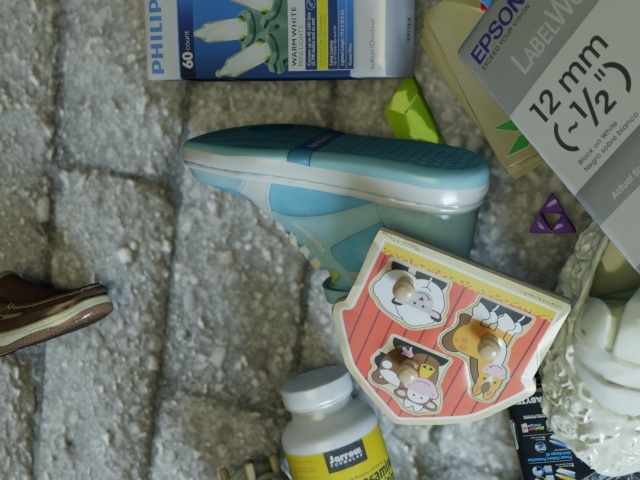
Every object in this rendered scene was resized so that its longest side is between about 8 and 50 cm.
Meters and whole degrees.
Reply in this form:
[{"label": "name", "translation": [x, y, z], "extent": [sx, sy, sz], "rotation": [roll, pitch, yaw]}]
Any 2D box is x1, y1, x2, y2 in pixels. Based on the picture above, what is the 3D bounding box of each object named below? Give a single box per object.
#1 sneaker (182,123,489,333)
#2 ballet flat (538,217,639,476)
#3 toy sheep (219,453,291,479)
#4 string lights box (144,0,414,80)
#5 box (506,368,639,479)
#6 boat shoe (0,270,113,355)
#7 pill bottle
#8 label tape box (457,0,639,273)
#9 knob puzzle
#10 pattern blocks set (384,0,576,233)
[{"label": "sneaker", "translation": [0.000, 0.000, 0.773], "extent": [0.319, 0.127, 0.208], "rotation": [13, 116, 28]}, {"label": "ballet flat", "translation": [0.271, 0.013, 0.632], "extent": [0.147, 0.147, 0.408], "rotation": [17, 101, 15]}, {"label": "toy sheep", "translation": [-0.067, 0.286, 0.863], "extent": [0.091, 0.091, 0.132], "rotation": [59, 144, 1]}, {"label": "string lights box", "translation": [-0.043, -0.221, 0.751], "extent": [0.260, 0.077, 0.133], "rotation": [4, 102, 26]}, {"label": "box", "translation": [0.300, 0.201, 0.742], "extent": [0.220, 0.051, 0.175], "rotation": [-12, 96, 20]}, {"label": "boat shoe", "translation": [-0.364, 0.081, 0.926], "extent": [0.258, 0.095, 0.095], "rotation": [-19, 87, 21]}, {"label": "pill bottle", "translation": [0.019, 0.230, 0.815], "extent": [0.103, 0.103, 0.184], "rotation": [-15, 95, 21]}, {"label": "label tape box", "translation": [0.217, -0.172, 0.501], "extent": [0.347, 0.115, 0.249], "rotation": [57, 134, 25]}, {"label": "knob puzzle", "translation": [0.098, 0.100, 0.691], "extent": [0.213, 0.030, 0.213], "rotation": [8, 121, 13]}, {"label": "pattern blocks set", "translation": [0.194, -0.164, 0.723], "extent": [0.286, 0.026, 0.324], "rotation": [-18, 94, 21]}]
